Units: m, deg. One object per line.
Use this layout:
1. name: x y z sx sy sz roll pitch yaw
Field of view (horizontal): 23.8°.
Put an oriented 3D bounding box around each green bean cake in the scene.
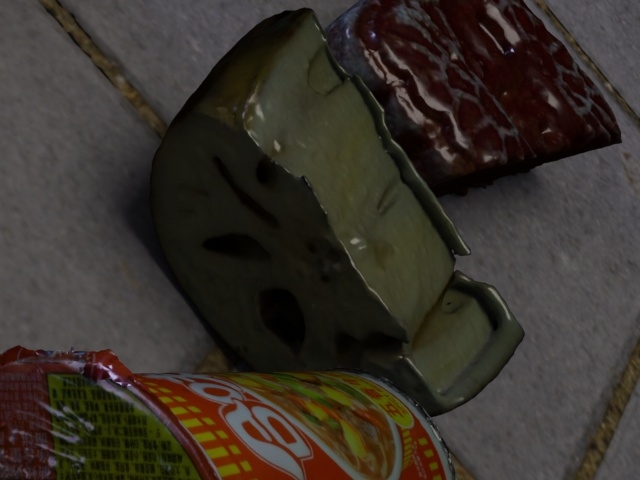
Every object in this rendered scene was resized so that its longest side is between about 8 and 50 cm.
1. green bean cake: 0.094 -0.097 1.051 0.198 0.097 0.233 54 37 -2

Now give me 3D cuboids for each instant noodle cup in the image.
1. instant noodle cup: -0.043 0.131 0.689 0.212 0.193 0.193 -6 67 -56

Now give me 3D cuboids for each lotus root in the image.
1. lotus root: 0.000 0.000 0.852 0.235 0.138 0.119 52 43 -4
